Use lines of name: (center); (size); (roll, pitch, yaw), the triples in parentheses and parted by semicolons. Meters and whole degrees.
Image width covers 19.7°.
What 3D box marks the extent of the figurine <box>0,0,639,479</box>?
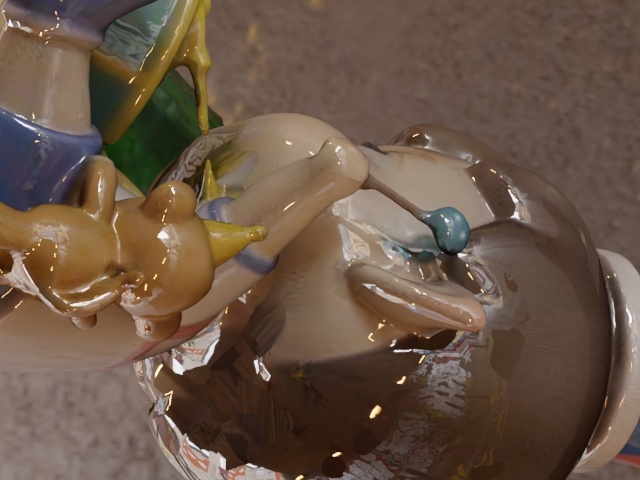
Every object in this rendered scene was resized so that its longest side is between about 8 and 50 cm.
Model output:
figurine: (-0.003, 0.008, 0.553); (0.161, 0.275, 0.158); (-13, 51, 52)

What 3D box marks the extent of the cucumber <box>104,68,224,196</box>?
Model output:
cucumber: (-0.140, -0.034, 0.851); (0.191, 0.130, 0.191); (-21, 45, 23)
